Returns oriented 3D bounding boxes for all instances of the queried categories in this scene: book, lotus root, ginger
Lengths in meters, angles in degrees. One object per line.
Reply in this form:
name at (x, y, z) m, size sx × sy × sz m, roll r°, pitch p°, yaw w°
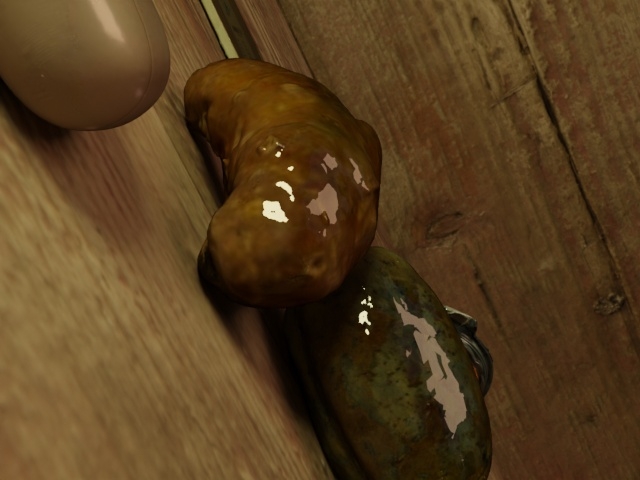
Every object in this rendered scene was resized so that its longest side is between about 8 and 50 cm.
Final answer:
book at (-0.127, -0.304, 1.317) m, size 0.310 × 0.021 × 0.217 m, roll 65°, pitch 9°, yaw -4°
lotus root at (0.069, 0.133, 0.801) m, size 0.160 × 0.152 × 0.275 m, roll -12°, pitch 73°, yaw -36°
ginger at (-0.033, -0.059, 0.770) m, size 0.321 × 0.172 × 0.165 m, roll -108°, pitch -151°, yaw -52°

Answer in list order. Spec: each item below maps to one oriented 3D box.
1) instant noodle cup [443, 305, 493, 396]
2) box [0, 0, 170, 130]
instant noodle cup at (0.103, 0.186, 0.949) m, size 0.126 × 0.177 × 0.208 m, roll -78°, pitch 176°, yaw -51°
box at (-0.161, -0.160, 0.503) m, size 0.200 × 0.088 × 0.146 m, roll 63°, pitch 10°, yaw -8°
